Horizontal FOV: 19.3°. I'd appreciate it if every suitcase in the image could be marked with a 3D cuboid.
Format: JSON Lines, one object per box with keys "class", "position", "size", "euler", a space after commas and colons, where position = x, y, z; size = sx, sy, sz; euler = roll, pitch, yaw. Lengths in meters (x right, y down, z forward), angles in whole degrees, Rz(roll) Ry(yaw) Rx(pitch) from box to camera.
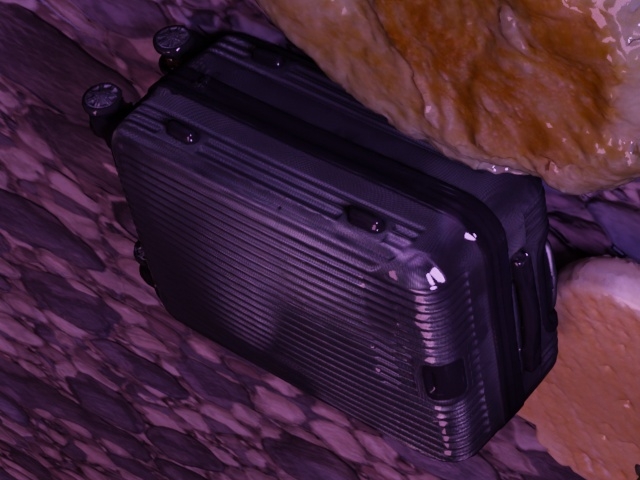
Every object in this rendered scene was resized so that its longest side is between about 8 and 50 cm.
{"class": "suitcase", "position": [0.000, 0.000, 1.193], "size": [0.312, 0.128, 0.202], "euler": [26, 146, 32]}

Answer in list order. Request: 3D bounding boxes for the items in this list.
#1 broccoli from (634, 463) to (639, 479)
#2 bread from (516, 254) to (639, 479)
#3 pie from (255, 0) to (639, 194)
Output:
{"class": "broccoli", "position": [0.303, 0.119, 1.030], "size": [0.302, 0.186, 0.254], "euler": [8, 173, 12]}
{"class": "bread", "position": [0.235, 0.109, 1.262], "size": [0.316, 0.054, 0.316], "euler": [27, 156, 13]}
{"class": "pie", "position": [0.059, -0.143, 0.960], "size": [0.306, 0.071, 0.306], "euler": [31, 153, 18]}
